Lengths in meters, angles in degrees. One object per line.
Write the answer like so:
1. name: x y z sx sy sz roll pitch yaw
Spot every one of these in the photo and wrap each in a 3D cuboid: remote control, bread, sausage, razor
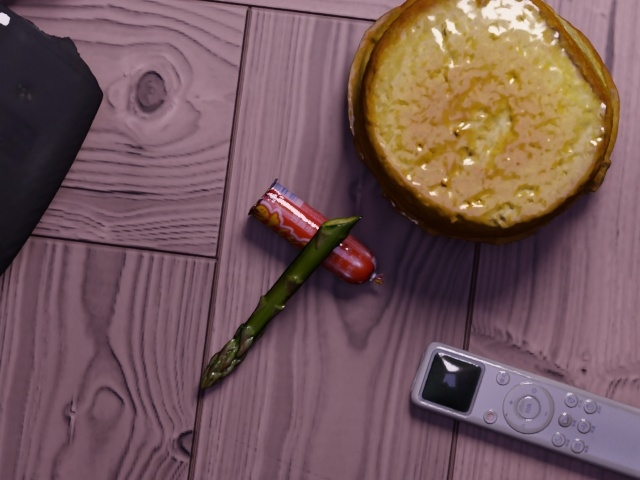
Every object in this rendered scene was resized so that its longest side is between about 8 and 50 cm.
1. remote control: 0.217 0.166 1.486 0.261 0.029 0.067 18 88 1
2. bread: 0.148 -0.118 1.442 0.268 0.146 0.268 0 91 4
3. sausage: 0.000 0.000 1.488 0.145 0.048 0.050 35 127 -3
4. razor: -0.352 -0.058 1.431 0.204 0.113 0.349 35 88 -38

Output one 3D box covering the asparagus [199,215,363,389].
1. asparagus: -0.040 0.055 1.471 0.027 0.034 0.236 40 107 -1
